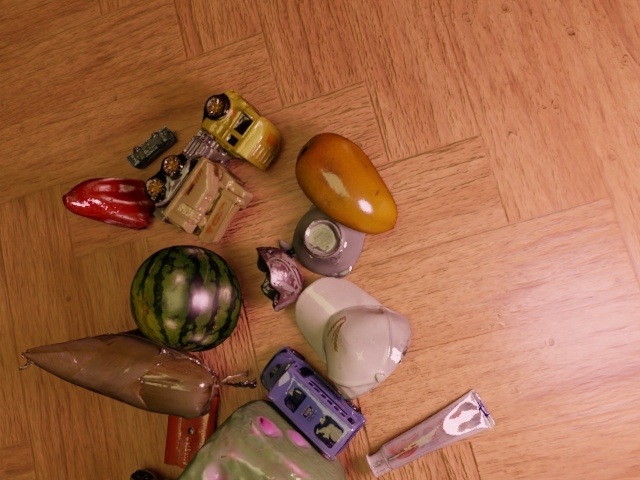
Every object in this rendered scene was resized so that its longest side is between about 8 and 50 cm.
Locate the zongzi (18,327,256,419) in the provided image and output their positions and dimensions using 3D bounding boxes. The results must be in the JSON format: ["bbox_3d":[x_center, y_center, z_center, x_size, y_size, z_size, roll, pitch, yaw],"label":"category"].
[{"bbox_3d":[-0.428,0.348,1.263,0.447,0.418,0.181,14,84,21],"label":"zongzi"}]

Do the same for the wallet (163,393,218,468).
[{"bbox_3d":[-0.360,0.523,1.412,0.142,0.045,0.204,4,85,12],"label":"wallet"}]

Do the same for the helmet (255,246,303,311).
[{"bbox_3d":[-0.103,0.093,1.355,0.107,0.153,0.176,-14,112,-14],"label":"helmet"}]

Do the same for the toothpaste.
[{"bbox_3d":[0.268,0.490,1.275,0.323,0.066,0.100,-29,74,3],"label":"toothpaste"}]

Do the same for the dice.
[{"bbox_3d":[-0.147,0.599,1.213,0.322,0.330,0.318,36,92,15],"label":"dice"}]

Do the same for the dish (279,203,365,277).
[{"bbox_3d":[0.000,0.000,1.376,0.246,0.078,0.224,-18,82,10],"label":"dish"}]

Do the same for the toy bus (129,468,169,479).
[{"bbox_3d":[-0.405,0.730,1.306,0.331,0.151,0.145,18,94,57],"label":"toy bus"}]

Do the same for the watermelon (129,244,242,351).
[{"bbox_3d":[-0.349,0.150,1.330,0.285,0.285,0.285,-1,84,12],"label":"watermelon"}]

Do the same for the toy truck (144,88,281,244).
[{"bbox_3d":[-0.281,-0.193,1.406,0.254,0.180,0.405,37,93,15],"label":"toy truck"}]

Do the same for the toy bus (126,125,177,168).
[{"bbox_3d":[-0.500,-0.274,1.522,0.153,0.061,0.051,-38,76,4],"label":"toy bus"}]

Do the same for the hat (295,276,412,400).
[{"bbox_3d":[0.063,0.227,1.292,0.301,0.168,0.258,44,93,13],"label":"hat"}]

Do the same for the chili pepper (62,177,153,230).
[{"bbox_3d":[-0.600,-0.118,1.436,0.136,0.253,0.144,28,98,32],"label":"chili pepper"}]

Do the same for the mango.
[{"bbox_3d":[0.069,-0.139,1.320,0.317,0.211,0.173,45,123,4],"label":"mango"}]

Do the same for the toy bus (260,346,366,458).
[{"bbox_3d":[-0.036,0.405,1.300,0.292,0.133,0.125,39,94,19],"label":"toy bus"}]
